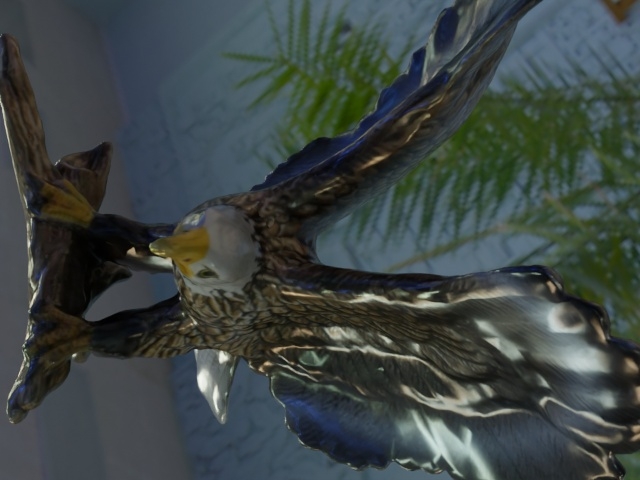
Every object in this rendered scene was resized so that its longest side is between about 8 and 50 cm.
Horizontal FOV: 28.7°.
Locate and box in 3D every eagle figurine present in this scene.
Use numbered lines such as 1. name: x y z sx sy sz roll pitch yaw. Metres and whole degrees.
1. eagle figurine: -0.002 0.003 0.567 0.225 0.298 0.226 -74 -29 -61
